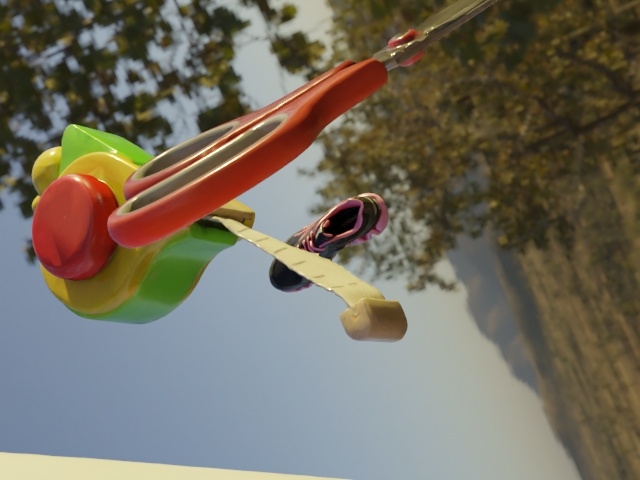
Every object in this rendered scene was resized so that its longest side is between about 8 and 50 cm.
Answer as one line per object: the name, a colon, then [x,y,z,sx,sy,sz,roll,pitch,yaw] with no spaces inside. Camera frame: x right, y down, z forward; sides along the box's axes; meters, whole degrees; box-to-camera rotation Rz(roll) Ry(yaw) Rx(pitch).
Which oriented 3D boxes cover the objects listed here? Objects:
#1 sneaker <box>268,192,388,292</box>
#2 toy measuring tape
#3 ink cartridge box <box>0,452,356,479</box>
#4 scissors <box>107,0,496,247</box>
sneaker: [0.000,0.000,1.042,0.047,0.119,0.057,53,-167,12]
toy measuring tape: [-0.089,0.024,0.792,0.330,0.121,0.121,30,161,38]
ink cartridge box: [-0.077,0.095,0.389,0.239,0.275,0.060,24,101,56]
scissors: [0.031,-0.080,0.587,0.021,0.297,0.109,62,175,-15]
